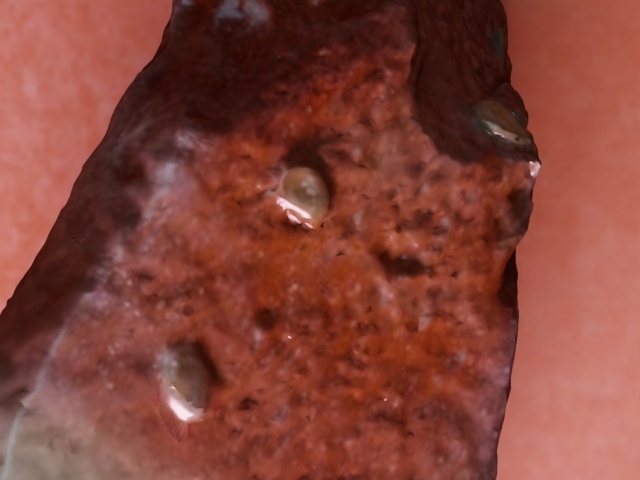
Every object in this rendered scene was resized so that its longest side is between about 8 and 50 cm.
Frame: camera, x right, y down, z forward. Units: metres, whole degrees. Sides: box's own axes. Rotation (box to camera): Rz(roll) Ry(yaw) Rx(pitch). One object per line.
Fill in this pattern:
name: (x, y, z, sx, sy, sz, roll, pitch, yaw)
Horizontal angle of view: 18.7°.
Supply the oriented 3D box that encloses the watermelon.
watermelon: (0.000, 0.000, 0.528, 0.140, 0.193, 0.256, 17, 85, 3)
